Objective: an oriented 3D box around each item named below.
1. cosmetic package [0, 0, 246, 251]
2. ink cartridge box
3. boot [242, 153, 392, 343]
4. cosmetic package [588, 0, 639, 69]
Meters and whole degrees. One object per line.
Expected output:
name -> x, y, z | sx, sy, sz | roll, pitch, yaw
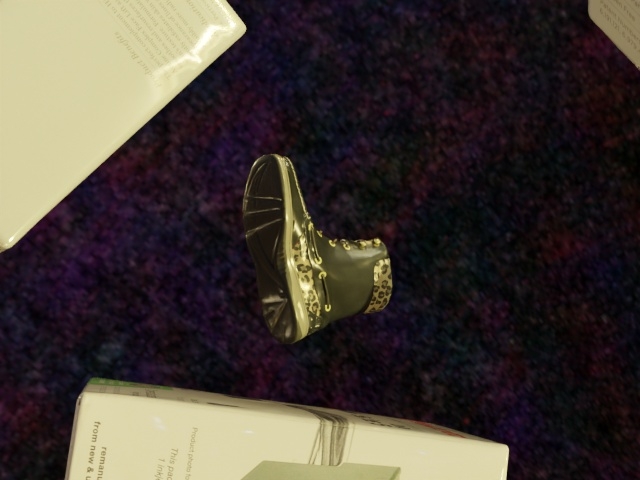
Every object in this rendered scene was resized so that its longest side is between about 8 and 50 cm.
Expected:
cosmetic package -> -0.167, -0.103, 0.751 | 0.231, 0.117, 0.085 | -46, 15, -29
ink cartridge box -> -0.033, 0.169, 0.810 | 0.198, 0.272, 0.115 | 157, 121, -80
boot -> -0.001, 0.001, 1.526 | 0.085, 0.178, 0.236 | -4, 95, 49
cosmetic package -> 0.474, -0.321, 1.086 | 0.329, 0.394, 0.327 | -22, 50, -10
